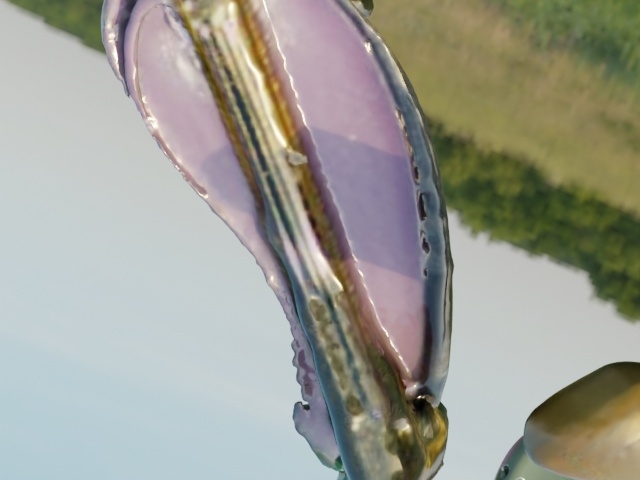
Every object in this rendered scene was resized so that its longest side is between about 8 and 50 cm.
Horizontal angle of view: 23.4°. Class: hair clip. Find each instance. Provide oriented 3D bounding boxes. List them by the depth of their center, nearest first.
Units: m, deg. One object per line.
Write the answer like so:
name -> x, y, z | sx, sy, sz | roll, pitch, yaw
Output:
hair clip -> 0.002, -0.001, 0.781 | 0.110, 0.359, 0.095 | 2, -149, 36

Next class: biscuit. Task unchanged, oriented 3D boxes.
biscuit -> 0.200, 0.096, 0.711 | 0.208, 0.164, 0.047 | 47, -174, -37

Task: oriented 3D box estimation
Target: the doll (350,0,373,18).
doll -> -0.024, -0.197, 0.911 | 0.234, 0.135, 0.143 | -1, 176, -10

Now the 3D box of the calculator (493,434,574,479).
calculator -> 0.256, 0.269, 1.364 | 0.299, 0.185, 0.041 | 35, 160, -30
